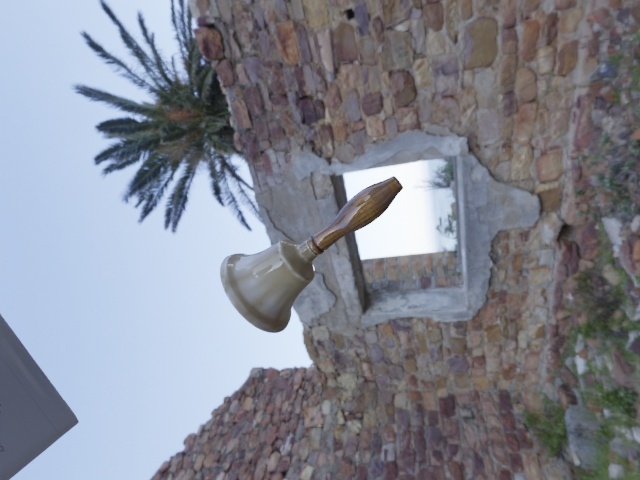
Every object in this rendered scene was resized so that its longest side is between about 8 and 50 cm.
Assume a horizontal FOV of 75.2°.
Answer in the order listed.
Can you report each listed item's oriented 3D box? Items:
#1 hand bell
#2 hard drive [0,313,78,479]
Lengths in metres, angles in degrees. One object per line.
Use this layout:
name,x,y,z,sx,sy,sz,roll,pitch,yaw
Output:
hand bell,0.000,0.000,0.524,0.126,0.242,0.126,43,-158,-22
hard drive,-0.540,0.272,0.529,0.233,0.047,0.353,59,-147,-7
